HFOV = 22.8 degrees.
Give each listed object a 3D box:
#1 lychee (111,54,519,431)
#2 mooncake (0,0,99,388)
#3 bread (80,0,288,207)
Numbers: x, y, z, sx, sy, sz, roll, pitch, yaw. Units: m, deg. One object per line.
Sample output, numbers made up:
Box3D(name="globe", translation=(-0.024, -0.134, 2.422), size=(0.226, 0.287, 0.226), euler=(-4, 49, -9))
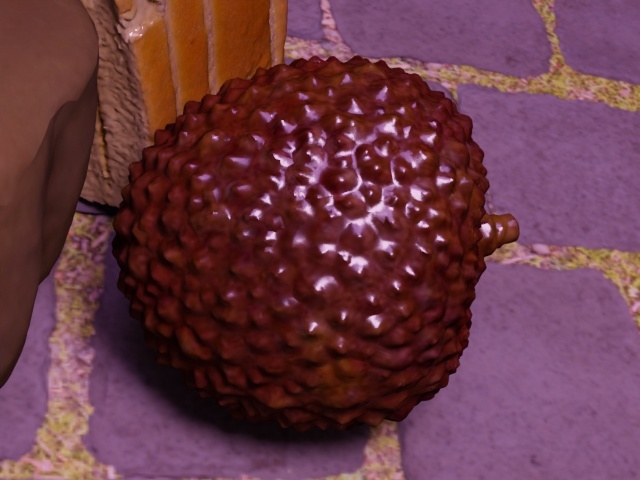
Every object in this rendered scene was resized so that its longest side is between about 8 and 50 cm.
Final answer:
Box3D(name="lychee", translation=(0.000, 0.000, 1.167), size=(0.304, 0.275, 0.275), euler=(-3, 49, -9))
Box3D(name="mooncake", translation=(-0.390, -0.074, 1.092), size=(0.467, 0.262, 0.467), euler=(9, 40, -8))
Box3D(name="bread", translation=(-0.120, -0.175, 1.292), size=(0.111, 0.246, 0.239), euler=(18, 43, 19))
